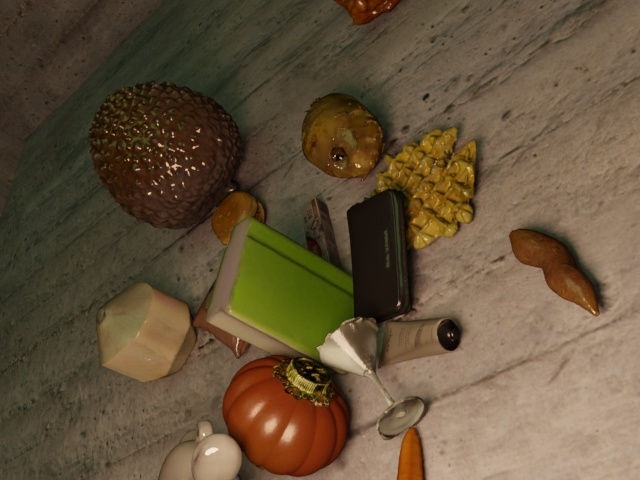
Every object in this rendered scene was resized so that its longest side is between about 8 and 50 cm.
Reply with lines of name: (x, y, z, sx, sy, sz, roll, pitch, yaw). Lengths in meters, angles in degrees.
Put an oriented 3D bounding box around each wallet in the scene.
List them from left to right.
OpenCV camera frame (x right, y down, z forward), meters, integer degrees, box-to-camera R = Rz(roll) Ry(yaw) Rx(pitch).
wallet: (0.105, 0.026, 1.359, 0.149, 0.044, 0.250, -25, 59, 49)

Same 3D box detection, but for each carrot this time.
carrot: (0.124, 0.405, 1.090, 0.062, 0.066, 0.271, 14, 64, 8)

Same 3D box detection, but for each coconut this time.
coconut: (-0.419, 0.210, 1.749, 0.241, 0.241, 0.241, -30, 42, 32)

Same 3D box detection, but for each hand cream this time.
hand cream: (0.162, 0.165, 1.240, 0.186, 0.054, 0.087, -20, 52, 52)

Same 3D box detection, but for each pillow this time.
pillow: (-0.184, 0.128, 1.651, 0.223, 0.084, 0.236, -60, 31, -4)

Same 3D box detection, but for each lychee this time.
lychee: (-0.399, -0.221, 1.933, 0.380, 0.432, 0.380, -58, 4, 6)

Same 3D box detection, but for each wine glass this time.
wine glass: (0.086, 0.226, 1.210, 0.122, 0.122, 0.183, -47, 46, 13)

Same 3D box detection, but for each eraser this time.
eraser: (-0.056, 0.108, 1.358, 0.092, 0.274, 0.210, -28, 41, 46)

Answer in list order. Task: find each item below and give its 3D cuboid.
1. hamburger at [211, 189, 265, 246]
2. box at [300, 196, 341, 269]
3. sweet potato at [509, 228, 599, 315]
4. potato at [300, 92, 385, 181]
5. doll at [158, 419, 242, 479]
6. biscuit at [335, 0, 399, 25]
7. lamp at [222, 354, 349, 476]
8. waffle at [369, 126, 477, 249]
hamburger: (-0.200, -0.052, 1.818, 0.138, 0.083, 0.147, -46, 39, 8)
box: (0.000, 0.000, 1.570, 0.055, 0.039, 0.218, -37, 39, 23)
sweet potato: (0.352, 0.038, 1.107, 0.065, 0.051, 0.218, -46, 37, 8)
potato: (0.042, -0.227, 1.614, 0.173, 0.140, 0.300, -47, 32, 6)
doll: (-0.194, 0.490, 1.246, 0.186, 0.376, 0.366, 1, 78, 4)
biscuit: (0.155, -0.712, 1.893, 0.318, 0.110, 0.312, -48, 38, 13)
lamp: (-0.058, 0.293, 1.251, 0.197, 0.223, 0.223, -61, 32, 19)
waffle: (0.191, -0.097, 1.404, 0.250, 0.056, 0.261, -19, 54, 43)
